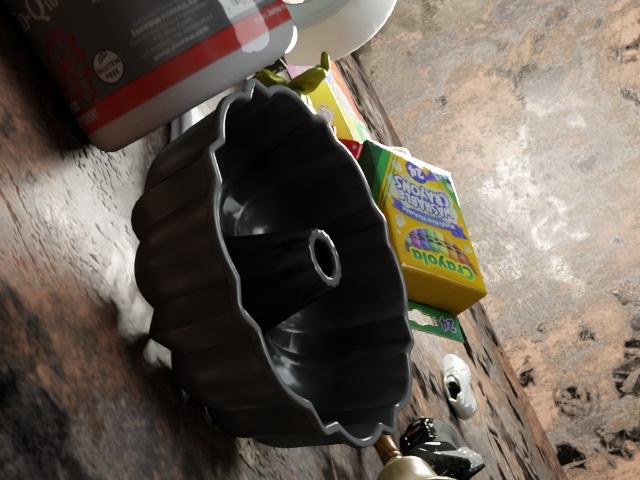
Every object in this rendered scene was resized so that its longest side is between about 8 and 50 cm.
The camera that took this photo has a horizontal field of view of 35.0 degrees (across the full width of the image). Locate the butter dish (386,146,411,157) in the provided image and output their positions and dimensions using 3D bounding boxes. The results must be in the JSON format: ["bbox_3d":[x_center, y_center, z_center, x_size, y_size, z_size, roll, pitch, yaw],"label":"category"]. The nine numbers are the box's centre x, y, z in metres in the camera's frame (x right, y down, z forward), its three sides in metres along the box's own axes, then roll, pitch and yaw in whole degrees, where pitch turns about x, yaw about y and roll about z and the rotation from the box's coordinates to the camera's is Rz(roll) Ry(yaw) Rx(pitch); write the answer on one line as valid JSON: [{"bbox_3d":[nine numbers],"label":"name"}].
[{"bbox_3d":[0.095,-0.085,1.889,0.160,0.118,0.159,-6,82,-41],"label":"butter dish"}]

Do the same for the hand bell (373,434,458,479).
[{"bbox_3d":[0.082,0.253,1.178,0.126,0.126,0.242,56,2,-30],"label":"hand bell"}]

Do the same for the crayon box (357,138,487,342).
[{"bbox_3d":[0.161,-0.001,1.713,0.203,0.083,0.323,18,46,-36],"label":"crayon box"}]

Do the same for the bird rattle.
[{"bbox_3d":[-0.027,-0.160,1.625,0.207,0.143,0.253,-73,148,-57],"label":"bird rattle"}]

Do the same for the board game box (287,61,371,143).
[{"bbox_3d":[0.030,-0.261,2.100,0.316,0.064,0.242,65,12,11],"label":"board game box"}]

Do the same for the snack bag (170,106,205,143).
[{"bbox_3d":[-0.066,0.030,1.139,0.342,0.037,0.323,54,14,-34],"label":"snack bag"}]

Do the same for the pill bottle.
[{"bbox_3d":[-0.192,-0.276,0.860,0.363,0.210,0.210,60,12,-11],"label":"pill bottle"}]

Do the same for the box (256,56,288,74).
[{"bbox_3d":[-0.101,-0.322,1.717,0.083,0.052,0.062,45,22,-57],"label":"box"}]

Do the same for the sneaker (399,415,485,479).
[{"bbox_3d":[0.139,0.286,1.335,0.108,0.100,0.271,51,5,18],"label":"sneaker"}]

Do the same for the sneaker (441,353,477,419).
[{"bbox_3d":[0.259,0.268,1.940,0.061,0.054,0.152,50,17,-36],"label":"sneaker"}]

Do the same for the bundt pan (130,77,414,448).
[{"bbox_3d":[-0.047,0.032,0.896,0.331,0.124,0.330,43,37,-44],"label":"bundt pan"}]

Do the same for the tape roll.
[{"bbox_3d":[-0.003,-0.464,1.886,0.100,0.286,0.286,48,19,-49],"label":"tape roll"}]
